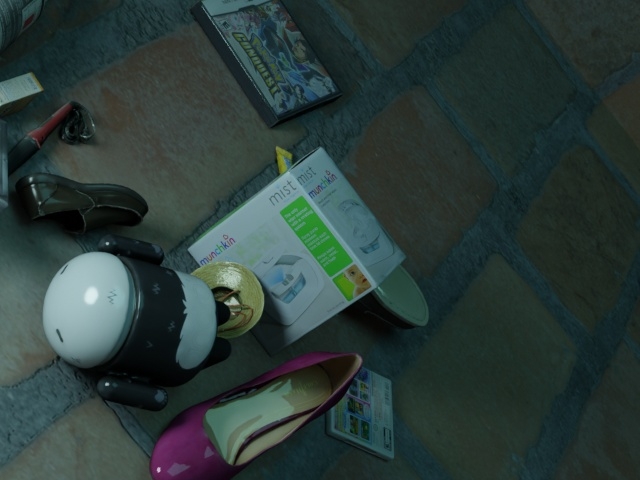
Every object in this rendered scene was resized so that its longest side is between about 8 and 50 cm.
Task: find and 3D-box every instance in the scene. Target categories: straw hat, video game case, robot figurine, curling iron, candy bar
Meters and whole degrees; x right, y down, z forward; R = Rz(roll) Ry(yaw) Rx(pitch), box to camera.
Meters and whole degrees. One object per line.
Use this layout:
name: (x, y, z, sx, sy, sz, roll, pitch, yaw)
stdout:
straw hat: (-0.153, 0.109, 2.128, 0.061, 0.144, 0.144, 76, 4, -58)
video game case: (0.067, 0.282, 2.277, 0.143, 0.019, 0.157, 28, 44, -31)
robot figurine: (-0.262, 0.116, 1.915, 0.278, 0.173, 0.209, 18, 19, -40)
curling iron: (-0.428, -0.142, 2.045, 0.068, 0.035, 0.274, 50, 36, -6)
candy bar: (-0.056, -0.107, 2.438, 0.040, 0.018, 0.161, 29, 34, -36)
video game case: (-0.099, -0.364, 2.596, 0.275, 0.035, 0.248, 56, 36, 3)

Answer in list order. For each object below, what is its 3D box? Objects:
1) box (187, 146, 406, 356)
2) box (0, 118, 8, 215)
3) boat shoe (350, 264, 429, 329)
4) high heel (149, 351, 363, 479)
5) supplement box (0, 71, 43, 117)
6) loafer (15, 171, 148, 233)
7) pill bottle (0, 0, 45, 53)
box: (-0.039, 0.018, 2.164, 0.231, 0.262, 0.127, 53, 36, -4)
box: (-0.524, -0.132, 1.853, 0.183, 0.056, 0.231, 31, 23, -30)
boat shoe: (0.054, 0.062, 2.373, 0.324, 0.097, 0.116, 37, 37, -24)
high heel: (-0.093, 0.254, 1.980, 0.127, 0.181, 0.377, 56, 36, 2)
supplement box: (-0.475, -0.215, 2.027, 0.036, 0.062, 0.098, 57, 36, 0)
loafer: (-0.359, -0.042, 2.020, 0.220, 0.080, 0.078, 9, 65, -38)
pill bottle: (-0.512, -0.363, 2.019, 0.162, 0.162, 0.278, 45, 37, -12)
